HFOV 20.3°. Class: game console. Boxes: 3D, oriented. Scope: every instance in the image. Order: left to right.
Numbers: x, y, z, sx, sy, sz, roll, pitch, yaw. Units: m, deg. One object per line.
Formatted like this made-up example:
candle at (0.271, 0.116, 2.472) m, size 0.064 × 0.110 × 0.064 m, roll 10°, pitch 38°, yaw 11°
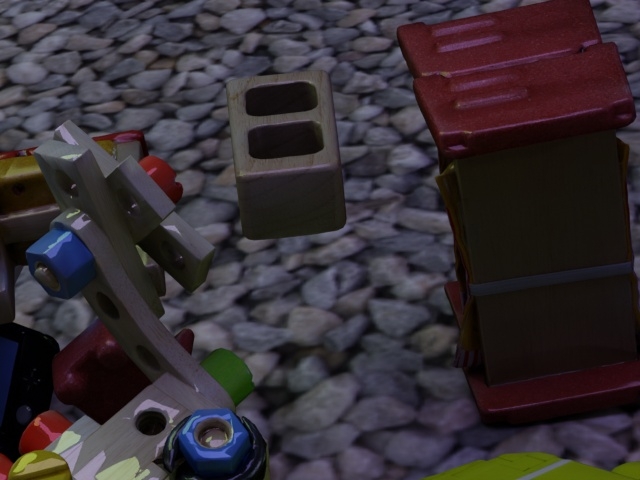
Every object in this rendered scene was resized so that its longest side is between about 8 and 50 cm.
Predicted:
game console at (-0.227, 0.094, 1.049) m, size 0.122 × 0.107 × 0.071 m, roll 16°, pitch 7°, yaw 32°

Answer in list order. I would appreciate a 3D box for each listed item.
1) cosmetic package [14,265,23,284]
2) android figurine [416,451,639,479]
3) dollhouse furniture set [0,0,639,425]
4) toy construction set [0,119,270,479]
cosmetic package at (-0.244, 0.047, 1.018) m, size 0.099 × 0.060 × 0.239 m, roll 1°, pitch 38°, yaw 14°
android figurine at (0.069, 0.158, 0.812) m, size 0.248 × 0.056 × 0.273 m, roll -21°, pitch 6°, yaw -20°
dollhouse furniture set at (0.000, 0.000, 1.040) m, size 0.374 × 0.201 × 0.152 m, roll -9°, pitch 31°, yaw 1°
toy construction set at (-0.150, 0.107, 0.849) m, size 0.215 × 0.151 × 0.327 m, roll 31°, pitch 71°, yaw 27°
